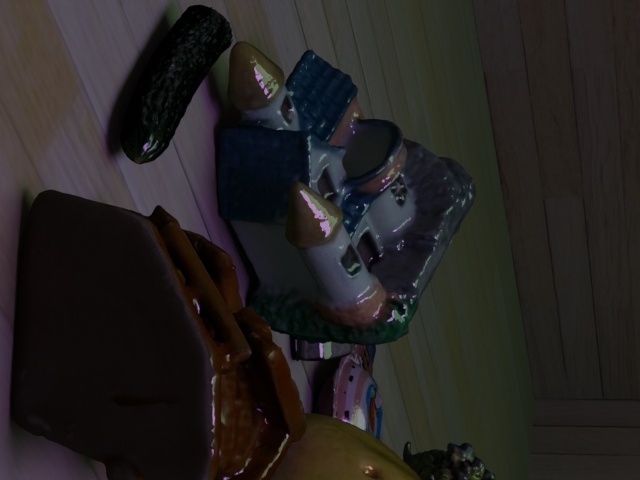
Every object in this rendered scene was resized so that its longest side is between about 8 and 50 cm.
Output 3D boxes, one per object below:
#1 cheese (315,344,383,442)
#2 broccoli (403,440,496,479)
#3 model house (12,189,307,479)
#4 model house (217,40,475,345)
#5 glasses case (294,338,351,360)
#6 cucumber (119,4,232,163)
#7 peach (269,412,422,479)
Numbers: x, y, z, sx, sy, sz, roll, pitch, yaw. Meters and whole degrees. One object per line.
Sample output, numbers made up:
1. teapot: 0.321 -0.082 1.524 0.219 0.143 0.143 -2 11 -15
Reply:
1. cheese: 0.046 0.215 1.654 0.286 0.074 0.189 -75 158 -47
2. broccoli: 0.124 0.417 1.534 0.324 0.272 0.334 31 67 -70
3. model house: -0.111 0.086 0.943 0.229 0.199 0.220 17 84 -69
4. model house: 0.004 -0.084 1.303 0.267 0.194 0.325 -60 140 -33
5. glasses case: 0.000 0.000 1.538 0.114 0.060 0.299 -4 92 -68
6. cucumber: -0.136 -0.139 1.099 0.215 0.058 0.052 -70 -173 -46
7. peach: -0.012 0.323 1.078 0.315 0.281 0.314 40 76 -35
